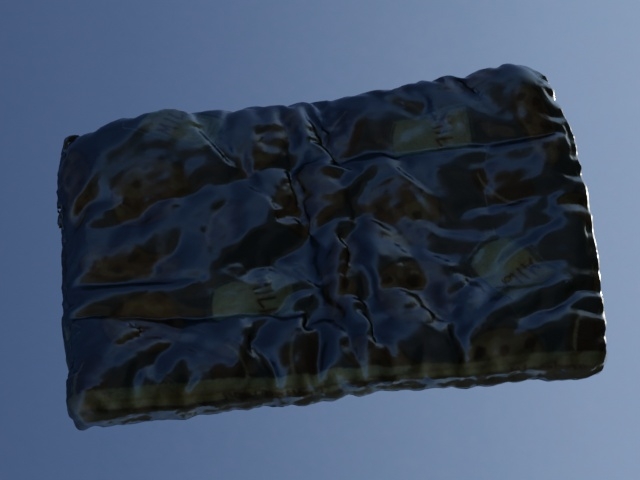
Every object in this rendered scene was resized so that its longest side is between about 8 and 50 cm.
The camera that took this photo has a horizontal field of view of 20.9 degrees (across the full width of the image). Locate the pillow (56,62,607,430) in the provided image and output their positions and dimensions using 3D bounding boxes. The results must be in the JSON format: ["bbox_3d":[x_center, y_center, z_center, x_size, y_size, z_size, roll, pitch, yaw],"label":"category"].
[{"bbox_3d":[0.002,-0.002,0.823,0.034,0.255,0.189,82,180,-49],"label":"pillow"}]
